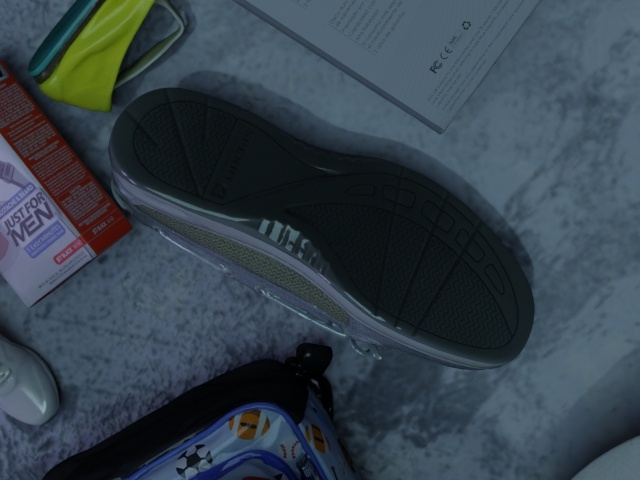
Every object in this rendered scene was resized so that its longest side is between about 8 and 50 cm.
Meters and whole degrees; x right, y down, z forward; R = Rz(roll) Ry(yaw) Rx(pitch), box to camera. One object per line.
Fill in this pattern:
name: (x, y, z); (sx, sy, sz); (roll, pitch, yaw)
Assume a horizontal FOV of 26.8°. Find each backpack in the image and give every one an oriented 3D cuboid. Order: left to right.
backpack: (-0.061, 0.254, 0.969); (0.276, 0.213, 0.263); (-28, 108, 11)

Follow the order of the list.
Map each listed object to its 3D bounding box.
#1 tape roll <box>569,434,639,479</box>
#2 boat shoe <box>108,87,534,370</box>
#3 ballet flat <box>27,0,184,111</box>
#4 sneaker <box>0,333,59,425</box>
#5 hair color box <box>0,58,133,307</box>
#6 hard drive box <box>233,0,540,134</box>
tape roll: (0.299, 0.306, 0.884); (0.392, 0.072, 0.392); (3, 95, 40)
boat shoe: (-0.002, 0.002, 0.953); (0.320, 0.103, 0.118); (24, 64, 0)
ballet flat: (-0.117, -0.185, 0.944); (0.077, 0.077, 0.231); (31, 110, -21)
sneaker: (-0.263, 0.088, 1.028); (0.053, 0.061, 0.152); (-41, 96, 13)
hair color box: (-0.227, -0.044, 0.981); (0.093, 0.053, 0.167); (-34, 95, 37)
hard drive box: (0.031, -0.209, 0.860); (0.232, 0.089, 0.181); (31, 105, -21)
